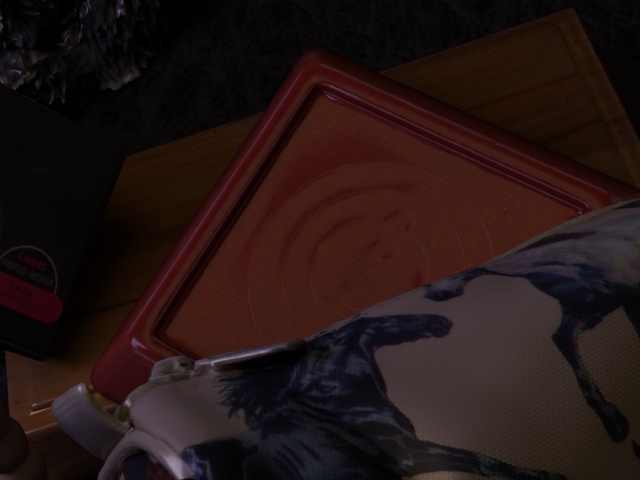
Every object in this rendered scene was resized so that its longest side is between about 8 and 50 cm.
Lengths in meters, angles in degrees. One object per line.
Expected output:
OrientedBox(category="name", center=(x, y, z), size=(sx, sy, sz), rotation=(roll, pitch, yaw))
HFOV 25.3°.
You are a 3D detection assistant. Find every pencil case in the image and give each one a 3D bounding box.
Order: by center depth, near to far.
OrientedBox(category="pencil case", center=(0.106, 0.064, 0.594), size=(0.410, 0.183, 0.160), rotation=(-25, 3, -24))

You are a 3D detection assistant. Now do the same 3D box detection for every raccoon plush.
OrientedBox(category="raccoon plush", center=(-0.196, -0.307, 1.076), size=(0.446, 0.299, 0.216), rotation=(-40, 51, -15))

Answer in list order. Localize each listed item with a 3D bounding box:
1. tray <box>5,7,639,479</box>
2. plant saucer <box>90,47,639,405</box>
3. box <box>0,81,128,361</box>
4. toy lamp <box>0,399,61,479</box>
OrientedBox(category="tray", center=(0.000, 0.000, 0.915), size=(0.411, 0.076, 0.202), rotation=(-18, 49, 3))
OrientedBox(category="plant saucer", center=(0.030, 0.026, 0.810), size=(0.259, 0.047, 0.258), rotation=(27, 75, 20))
OrientedBox(category="box", center=(-0.276, -0.033, 0.899), size=(0.270, 0.165, 0.143), rotation=(8, 75, 50))
OrientedBox(category="toy lamp", center=(-0.177, 0.097, 0.761), size=(0.080, 0.274, 0.080), rotation=(-9, 51, 11))
